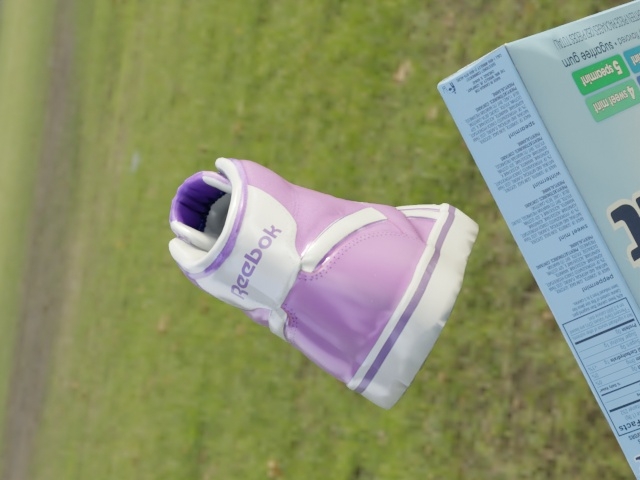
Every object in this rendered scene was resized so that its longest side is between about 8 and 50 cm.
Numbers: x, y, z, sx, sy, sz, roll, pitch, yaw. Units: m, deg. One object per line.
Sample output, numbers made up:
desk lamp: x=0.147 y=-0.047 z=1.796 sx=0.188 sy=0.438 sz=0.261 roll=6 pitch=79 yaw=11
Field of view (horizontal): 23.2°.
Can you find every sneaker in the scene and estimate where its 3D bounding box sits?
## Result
sneaker: x=0.000 y=-0.001 z=0.891 sx=0.102 sy=0.161 sz=0.282 roll=-61 pitch=-3 yaw=5

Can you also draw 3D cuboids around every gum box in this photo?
gum box: x=0.146 y=-0.008 z=0.666 sx=0.041 sy=0.157 sz=0.184 roll=-28 pitch=87 yaw=40
